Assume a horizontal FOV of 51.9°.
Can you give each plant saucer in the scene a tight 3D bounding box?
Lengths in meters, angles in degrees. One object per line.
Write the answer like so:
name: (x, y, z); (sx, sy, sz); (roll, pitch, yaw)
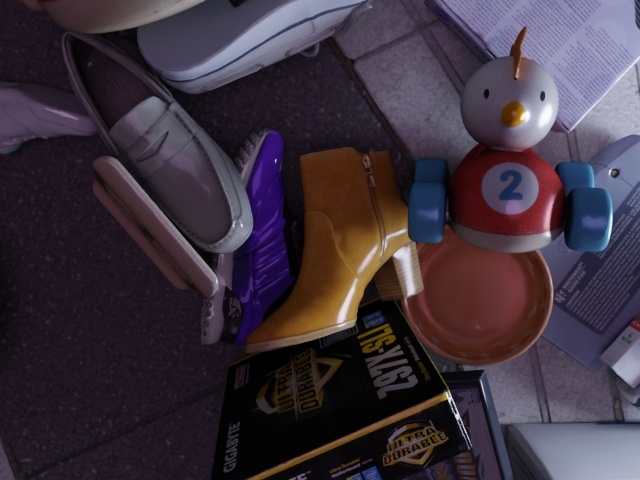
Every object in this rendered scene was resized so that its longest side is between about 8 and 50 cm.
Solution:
plant saucer: (0.208, 0.068, 0.889); (0.200, 0.037, 0.200); (2, 96, 17)

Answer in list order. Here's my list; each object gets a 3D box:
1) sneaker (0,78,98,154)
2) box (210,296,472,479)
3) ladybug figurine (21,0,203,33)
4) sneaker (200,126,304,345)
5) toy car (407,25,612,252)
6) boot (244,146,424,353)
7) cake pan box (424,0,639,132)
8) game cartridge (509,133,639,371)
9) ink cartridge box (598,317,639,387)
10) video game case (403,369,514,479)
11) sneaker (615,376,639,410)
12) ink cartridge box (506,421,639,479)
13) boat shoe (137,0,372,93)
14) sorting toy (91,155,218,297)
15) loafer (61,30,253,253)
sneaker: (-0.378, -0.148, 0.825); (0.212, 0.080, 0.094); (13, 112, 1)
box: (0.008, 0.189, 0.783); (0.257, 0.322, 0.079); (-22, 103, 1)
ladybug figurine: (-0.130, -0.385, 0.669); (0.449, 0.305, 0.162); (-37, 139, -3)
sneaker: (-0.063, 0.003, 0.863); (0.146, 0.102, 0.293); (11, 103, -14)
toy car: (0.219, -0.125, 0.771); (0.219, 0.210, 0.238); (3, 112, 11)
boot: (0.001, 0.000, 0.803); (0.295, 0.104, 0.211); (-20, 92, -39)
cake pan box: (0.302, -0.313, 0.834); (0.267, 0.070, 0.246); (40, 94, -10)
game cartridge: (0.395, 0.014, 0.912); (0.198, 0.062, 0.297); (35, 97, -5)
ink cartridge box: (0.445, 0.141, 0.904); (0.063, 0.029, 0.115); (39, 93, -26)
video game case: (0.133, 0.313, 0.897); (0.248, 0.035, 0.275); (-11, 102, 31)
sneaker: (0.554, 0.174, 0.937); (0.153, 0.094, 0.235); (40, 89, -17)
ink cartridge box: (0.420, 0.477, 0.946); (0.285, 0.166, 0.395); (-1, 102, -3)
boat shoe: (-0.028, -0.278, 0.781); (0.367, 0.156, 0.136); (-33, 82, -2)
sorting toy: (-0.201, -0.015, 0.798); (0.038, 0.208, 0.193); (-42, 102, -18)
loafer: (-0.196, -0.116, 0.763); (0.112, 0.111, 0.319); (-43, 76, 13)
